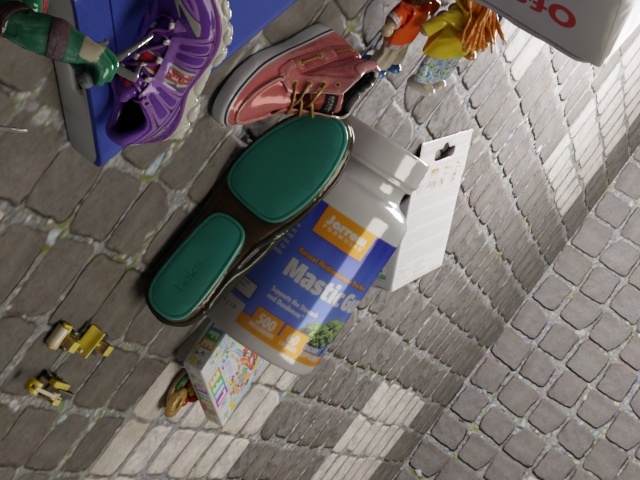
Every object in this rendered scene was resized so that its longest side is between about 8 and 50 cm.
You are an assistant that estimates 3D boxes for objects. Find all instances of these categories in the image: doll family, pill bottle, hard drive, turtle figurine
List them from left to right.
[{"bbox_3d":[-0.222,-0.115,0.785,0.175,0.118,0.234,-16,-173,38],"label":"turtle figurine"},{"bbox_3d":[-0.081,-0.221,1.044,0.319,0.040,0.210,-44,160,-26],"label":"hard drive"},{"bbox_3d":[0.000,0.000,1.467,0.272,0.152,0.152,-56,162,5],"label":"pill bottle"},{"bbox_3d":[0.171,-0.254,1.453,0.263,0.118,0.163,-39,166,-43],"label":"doll family"}]

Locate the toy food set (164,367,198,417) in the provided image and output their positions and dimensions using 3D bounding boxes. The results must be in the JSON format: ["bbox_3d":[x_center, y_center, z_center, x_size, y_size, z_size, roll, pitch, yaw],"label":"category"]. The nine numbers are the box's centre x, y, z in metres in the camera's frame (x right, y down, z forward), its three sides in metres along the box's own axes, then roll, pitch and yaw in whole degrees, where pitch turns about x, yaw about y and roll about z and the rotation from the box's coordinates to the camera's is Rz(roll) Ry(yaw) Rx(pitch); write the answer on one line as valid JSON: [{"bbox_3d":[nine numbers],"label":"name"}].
[{"bbox_3d":[-0.158,0.177,1.613,0.082,0.020,0.083,-58,161,13],"label":"toy food set"}]

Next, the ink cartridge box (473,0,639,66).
[{"bbox_3d":[0.178,-0.366,1.028,0.166,0.285,0.395,-47,161,-23],"label":"ink cartridge box"}]

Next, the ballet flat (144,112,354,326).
[{"bbox_3d":[-0.074,-0.027,1.359,0.280,0.095,0.096,-44,172,5],"label":"ballet flat"}]

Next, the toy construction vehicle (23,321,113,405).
[{"bbox_3d":[-0.241,0.120,1.279,0.086,0.035,0.098,-52,162,-4],"label":"toy construction vehicle"}]

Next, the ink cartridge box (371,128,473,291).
[{"bbox_3d":[0.143,-0.052,1.931,0.181,0.056,0.224,-22,125,-58],"label":"ink cartridge box"}]

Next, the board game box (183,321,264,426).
[{"bbox_3d":[-0.114,0.147,1.600,0.103,0.026,0.154,-57,158,-25],"label":"board game box"}]

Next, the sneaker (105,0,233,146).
[{"bbox_3d":[-0.115,-0.130,0.958,0.071,0.068,0.170,-27,150,-42],"label":"sneaker"}]

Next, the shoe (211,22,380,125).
[{"bbox_3d":[-0.019,-0.146,1.269,0.178,0.081,0.063,-38,156,-39],"label":"shoe"}]
